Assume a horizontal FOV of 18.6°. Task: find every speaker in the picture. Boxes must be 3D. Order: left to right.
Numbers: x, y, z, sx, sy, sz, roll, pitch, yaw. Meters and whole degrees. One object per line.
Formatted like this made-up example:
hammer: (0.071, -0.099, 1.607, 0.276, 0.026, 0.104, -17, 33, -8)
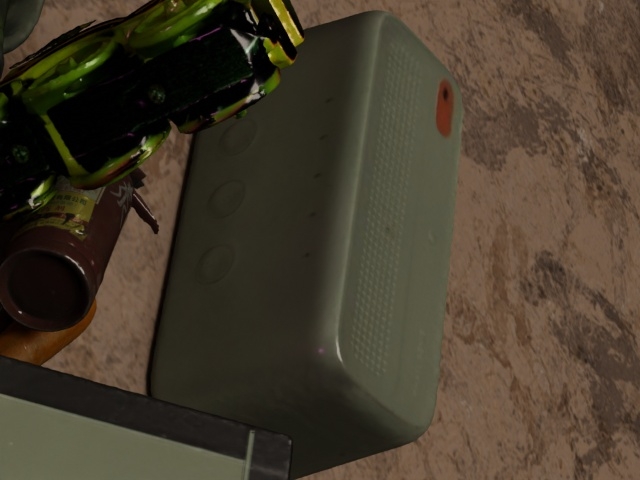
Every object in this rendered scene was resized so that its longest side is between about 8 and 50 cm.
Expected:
speaker: (0.000, 0.000, 1.702, 0.183, 0.184, 0.406, 40, 46, -39)

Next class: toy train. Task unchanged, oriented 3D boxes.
toy train: (-0.154, -0.110, 1.447, 0.100, 0.296, 0.160, 61, 20, -19)

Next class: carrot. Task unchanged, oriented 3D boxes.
carrot: (-0.239, 0.093, 1.444, 0.248, 0.043, 0.043, -42, 111, -52)

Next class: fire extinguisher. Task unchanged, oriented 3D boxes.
fire extinguisher: (-0.186, -0.010, 1.534, 0.252, 0.075, 0.106, -78, 160, -60)

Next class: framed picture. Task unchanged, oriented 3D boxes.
framed picture: (-0.188, 0.208, 1.340, 0.347, 0.016, 0.265, 17, 57, -19)

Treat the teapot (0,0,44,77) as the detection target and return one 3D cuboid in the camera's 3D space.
teapot: (-0.282, -0.236, 1.404, 0.270, 0.200, 0.337, 51, 38, -53)
